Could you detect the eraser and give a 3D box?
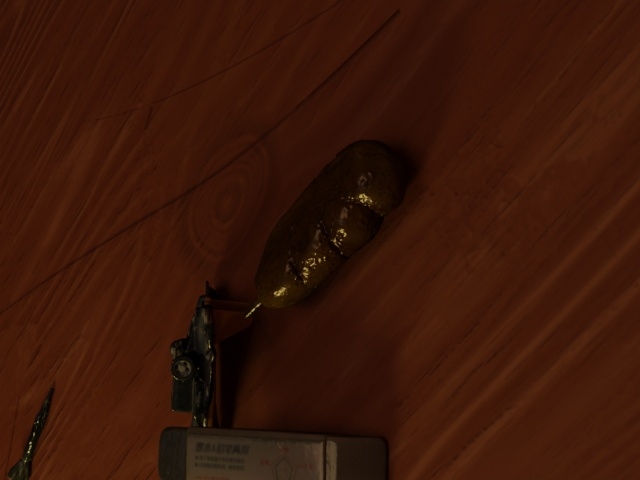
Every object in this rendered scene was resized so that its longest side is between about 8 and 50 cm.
[{"bbox_3d":[-0.072,0.293,1.592,0.352,0.061,0.089,-3,84,37],"label":"eraser"}]

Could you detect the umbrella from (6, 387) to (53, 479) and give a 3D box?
[{"bbox_3d":[-0.537,0.382,2.195,0.044,0.044,0.269,25,106,19],"label":"umbrella"}]

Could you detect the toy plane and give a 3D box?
[{"bbox_3d":[-0.179,0.230,1.737,0.204,0.103,0.316,-113,36,-76],"label":"toy plane"}]

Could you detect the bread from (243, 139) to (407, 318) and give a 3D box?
[{"bbox_3d":[-0.002,-0.001,1.575,0.344,0.084,0.124,-49,30,35],"label":"bread"}]
